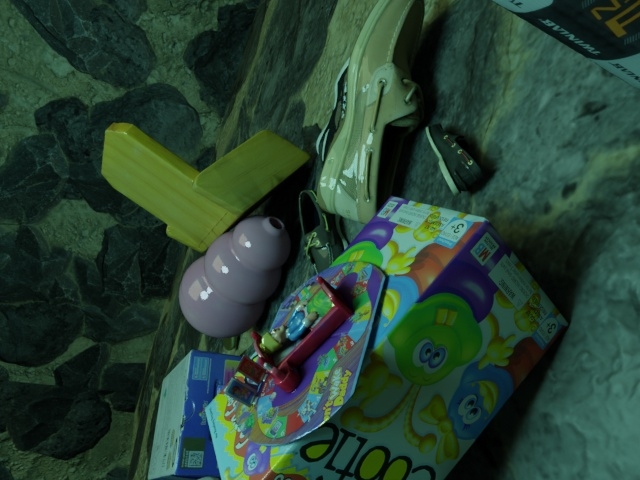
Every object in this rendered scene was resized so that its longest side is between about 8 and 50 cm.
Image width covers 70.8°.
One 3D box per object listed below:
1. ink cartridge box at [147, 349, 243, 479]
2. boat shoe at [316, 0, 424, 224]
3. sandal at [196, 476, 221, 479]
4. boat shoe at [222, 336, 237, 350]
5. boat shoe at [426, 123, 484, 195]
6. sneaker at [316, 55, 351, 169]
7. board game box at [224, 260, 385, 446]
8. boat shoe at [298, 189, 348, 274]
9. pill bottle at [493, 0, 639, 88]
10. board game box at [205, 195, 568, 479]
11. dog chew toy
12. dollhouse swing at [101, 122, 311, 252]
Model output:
[{"bbox_3d":[-0.299,0.440,1.109,0.395,0.151,0.270,-46,38,51],"label":"ink cartridge box"},{"bbox_3d":[0.100,-0.191,0.662,0.110,0.121,0.341,21,101,29],"label":"boat shoe"},{"bbox_3d":[-0.141,0.535,0.659,0.416,0.102,0.170,24,104,53],"label":"sandal"},{"bbox_3d":[-0.237,0.225,1.239,0.056,0.048,0.153,-32,54,41],"label":"boat shoe"},{"bbox_3d":[0.160,-0.105,0.545,0.042,0.049,0.133,-31,35,20],"label":"boat shoe"},{"bbox_3d":[0.062,-0.207,0.786,0.121,0.079,0.217,-107,31,-45],"label":"sneaker"},{"bbox_3d":[-0.019,0.073,0.361,0.133,0.033,0.169,-23,34,42],"label":"board game box"},{"bbox_3d":[0.000,0.000,0.800,0.081,0.068,0.228,-54,31,40],"label":"boat shoe"},{"bbox_3d":[0.183,-0.200,0.291,0.130,0.245,0.131,-44,39,51],"label":"pill bottle"},{"bbox_3d":[0.050,0.114,0.403,0.275,0.142,0.144,-49,24,-6],"label":"board game box"},{"bbox_3d":[-0.182,0.073,1.022,0.332,0.206,0.207,-49,34,30],"label":"dog chew toy"},{"bbox_3d":[-0.278,-0.171,1.064,0.315,0.305,0.347,-45,7,-30],"label":"dollhouse swing"}]
